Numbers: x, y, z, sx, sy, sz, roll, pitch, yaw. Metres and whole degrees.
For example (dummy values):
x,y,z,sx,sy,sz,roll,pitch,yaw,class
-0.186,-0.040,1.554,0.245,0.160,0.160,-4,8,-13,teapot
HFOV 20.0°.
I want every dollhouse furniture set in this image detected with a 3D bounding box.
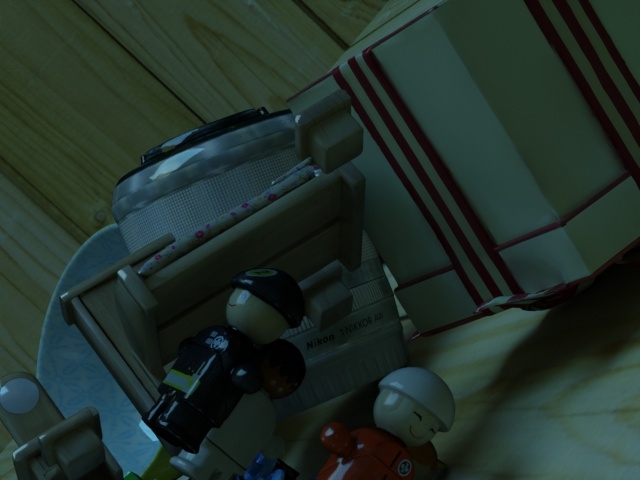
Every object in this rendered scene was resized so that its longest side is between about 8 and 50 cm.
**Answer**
x,y,z,sx,sy,sz,roll,pitch,yaw,class
-0.139,0.019,1.420,0.303,0.174,0.355,-31,-25,-19,dollhouse furniture set

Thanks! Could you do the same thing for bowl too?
x,y,z,sx,sy,sz,roll,pitch,yaw,class
-0.163,0.134,1.933,0.289,0.156,0.290,-16,69,48,bowl

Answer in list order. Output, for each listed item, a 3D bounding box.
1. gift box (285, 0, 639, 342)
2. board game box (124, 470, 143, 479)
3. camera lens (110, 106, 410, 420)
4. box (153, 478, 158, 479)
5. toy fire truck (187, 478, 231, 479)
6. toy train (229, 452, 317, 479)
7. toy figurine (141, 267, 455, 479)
x,y,z,sx,sy,sz,roll,pitch,yaw,class
0.144,-0.066,1.410,0.276,0.258,0.255,-35,5,-28,gift box
-0.190,0.330,1.652,0.201,0.136,0.035,-49,-17,-6,board game box
-0.058,0.026,1.715,0.219,0.274,0.219,-22,-2,-1,camera lens
-0.208,0.351,1.749,0.244,0.100,0.060,-45,8,11,box
-0.154,0.292,1.907,0.192,0.047,0.135,-48,6,-20,toy fire truck
-0.048,0.242,1.571,0.105,0.080,0.184,-53,10,2,toy train
-0.008,0.139,1.350,0.148,0.213,0.209,-55,-16,-15,toy figurine
